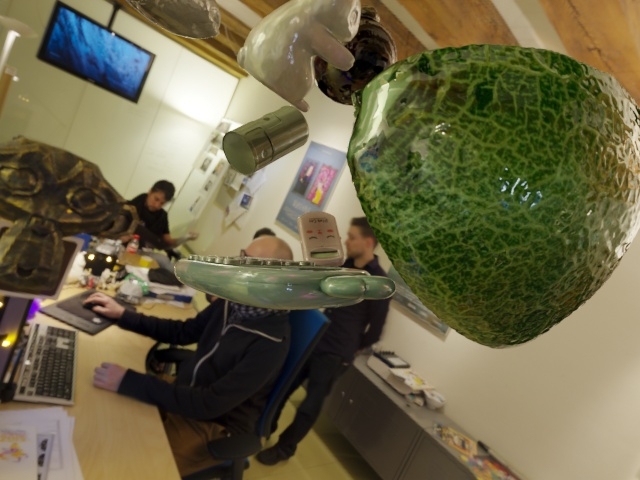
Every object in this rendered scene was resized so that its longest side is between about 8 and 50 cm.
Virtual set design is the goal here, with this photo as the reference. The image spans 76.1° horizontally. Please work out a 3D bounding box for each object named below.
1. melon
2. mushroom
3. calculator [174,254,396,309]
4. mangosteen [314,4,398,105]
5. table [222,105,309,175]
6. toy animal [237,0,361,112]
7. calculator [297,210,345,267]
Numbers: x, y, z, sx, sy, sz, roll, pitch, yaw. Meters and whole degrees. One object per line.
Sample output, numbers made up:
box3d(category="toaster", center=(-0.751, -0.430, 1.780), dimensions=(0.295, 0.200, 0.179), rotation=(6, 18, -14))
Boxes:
box3d(category="melon", center=(0.190, -0.052, 0.471), dimensions=(0.343, 0.331, 0.226), rotation=(16, 26, -37))
box3d(category="mushroom", center=(-0.289, -0.439, 0.741), dimensions=(0.118, 0.103, 0.270), rotation=(18, 20, 12))
box3d(category="calculator", center=(-0.052, 0.044, 0.474), dimensions=(0.298, 0.041, 0.185), rotation=(4, -1, 44))
box3d(category="mangosteen", center=(0.075, -0.403, 0.908), dimensions=(0.209, 0.210, 0.210), rotation=(24, 6, -3))
box3d(category="table", center=(-0.147, -0.278, 1.129), dimensions=(0.126, 0.126, 0.220), rotation=(28, 47, 27))
box3d(category="toy animal", center=(0.006, -0.338, 0.643), dimensions=(0.138, 0.282, 0.140), rotation=(43, 13, -38))
box3d(category="calculator", center=(0.000, 0.000, 0.981), dimensions=(0.100, 0.032, 0.175), rotation=(-4, 52, -11))
